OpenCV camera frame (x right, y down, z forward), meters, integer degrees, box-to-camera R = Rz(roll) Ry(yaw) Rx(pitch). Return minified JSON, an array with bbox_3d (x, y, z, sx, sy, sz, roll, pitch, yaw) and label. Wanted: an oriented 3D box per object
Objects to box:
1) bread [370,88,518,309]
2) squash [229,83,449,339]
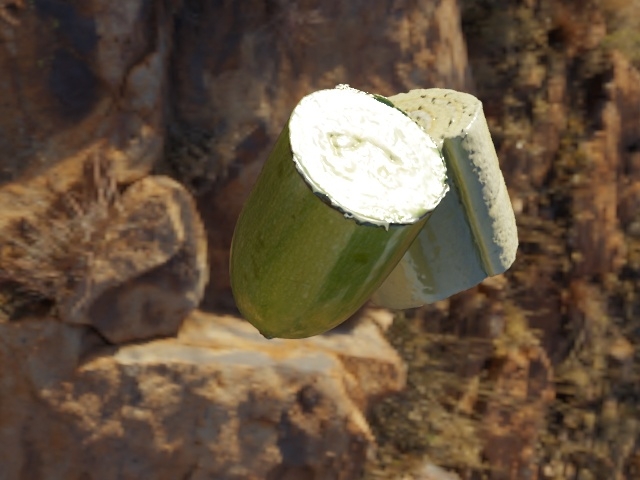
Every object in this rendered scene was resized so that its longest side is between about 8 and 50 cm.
[{"bbox_3d":[0.082,-0.037,1.091,0.134,0.148,0.141,-90,162,-61],"label":"bread"},{"bbox_3d":[0.000,0.000,0.894,0.123,0.123,0.187,-32,158,-46],"label":"squash"}]
